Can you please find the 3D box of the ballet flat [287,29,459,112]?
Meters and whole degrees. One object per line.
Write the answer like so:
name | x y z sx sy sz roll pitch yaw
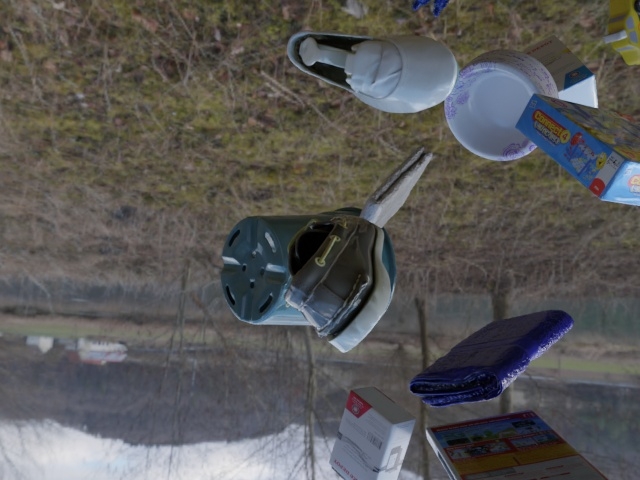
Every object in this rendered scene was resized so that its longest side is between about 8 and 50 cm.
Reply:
ballet flat | 0.068 -0.321 1.036 0.139 0.139 0.400 14 -167 -41

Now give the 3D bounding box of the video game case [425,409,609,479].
video game case | 0.302 0.351 0.888 0.204 0.025 0.285 -8 -172 -4

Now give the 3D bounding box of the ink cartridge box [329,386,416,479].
ink cartridge box | 0.087 0.347 0.971 0.063 0.150 0.109 3 -163 -42

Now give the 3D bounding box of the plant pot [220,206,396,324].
plant pot | -0.047 0.073 1.420 0.334 0.341 0.341 3 174 -43

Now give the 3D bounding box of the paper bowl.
paper bowl | 0.490 -0.368 1.508 0.284 0.284 0.148 -8 -152 49

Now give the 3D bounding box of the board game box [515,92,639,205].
board game box | 0.626 -0.185 1.190 0.308 0.086 0.302 4 -145 -24

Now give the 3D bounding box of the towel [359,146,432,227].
towel | 0.150 -0.092 1.287 0.049 0.282 0.187 36 136 11

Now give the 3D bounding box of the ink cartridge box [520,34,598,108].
ink cartridge box | 0.673 -0.447 1.660 0.171 0.233 0.168 -26 137 12

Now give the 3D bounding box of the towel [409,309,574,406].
towel | 0.353 0.239 1.140 0.308 0.076 0.227 -23 179 -39

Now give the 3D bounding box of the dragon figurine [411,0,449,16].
dragon figurine | 0.291 -0.643 1.293 0.085 0.289 0.144 27 -172 -25

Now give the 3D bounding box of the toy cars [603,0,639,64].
toy cars | 0.724 -0.565 1.290 0.087 0.176 0.394 -25 144 -3

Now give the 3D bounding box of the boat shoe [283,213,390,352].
boat shoe | 0.012 0.018 0.664 0.091 0.109 0.305 37 -166 -11
